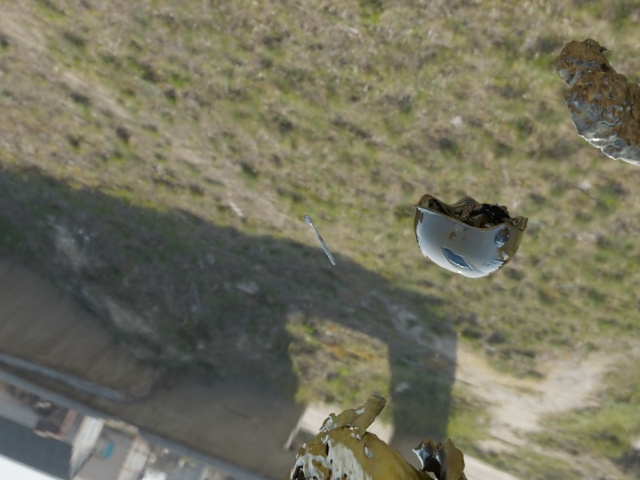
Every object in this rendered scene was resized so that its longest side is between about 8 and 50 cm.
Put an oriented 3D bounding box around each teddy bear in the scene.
[{"bbox_3d":[0.444,-0.162,0.987,0.296,0.246,0.222,34,122,-15],"label":"teddy bear"}]

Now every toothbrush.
[{"bbox_3d":[0.000,0.000,1.162,0.008,0.006,0.097,4,140,37],"label":"toothbrush"}]

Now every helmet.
[{"bbox_3d":[0.262,-0.002,1.566,0.224,0.130,0.198,-5,-161,-43],"label":"helmet"}]

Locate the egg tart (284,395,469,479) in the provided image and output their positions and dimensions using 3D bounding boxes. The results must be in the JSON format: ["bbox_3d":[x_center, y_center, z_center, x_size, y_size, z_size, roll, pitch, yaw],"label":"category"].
[{"bbox_3d":[0.050,0.239,0.546,0.132,0.297,0.297,4,166,-13],"label":"egg tart"}]
